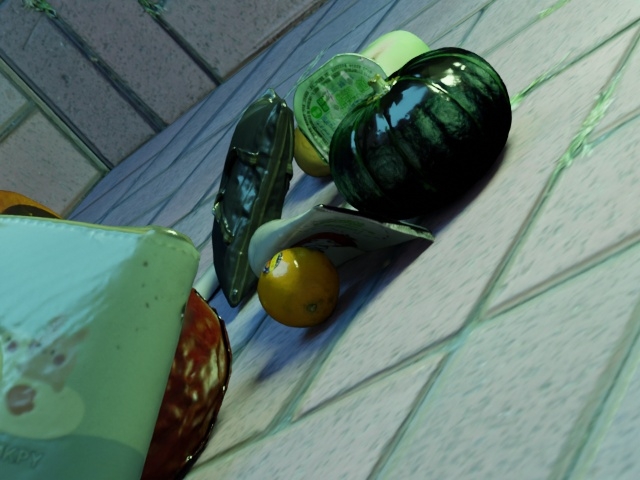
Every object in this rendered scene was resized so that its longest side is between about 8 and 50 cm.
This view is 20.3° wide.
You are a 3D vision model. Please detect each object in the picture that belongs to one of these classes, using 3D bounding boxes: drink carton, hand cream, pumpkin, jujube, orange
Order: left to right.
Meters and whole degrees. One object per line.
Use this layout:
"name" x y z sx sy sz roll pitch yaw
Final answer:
"jujube" -0.189 0.143 1.720 0.183 0.183 0.243 -32 18 46
"orange" -0.020 0.047 1.746 0.083 0.083 0.083 -41 12 10
"hand cream" 0.000 0.000 1.813 0.336 0.121 0.076 160 118 -69
"drink carton" 0.068 -0.172 2.107 0.146 0.144 0.142 -34 9 39
"pumpkin" 0.096 -0.107 1.759 0.202 0.140 0.202 -38 13 10

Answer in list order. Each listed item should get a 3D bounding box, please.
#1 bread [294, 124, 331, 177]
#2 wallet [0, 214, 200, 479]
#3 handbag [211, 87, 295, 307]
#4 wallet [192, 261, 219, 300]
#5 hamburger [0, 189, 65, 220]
"bread" 0.011 -0.137 2.333 0.114 0.077 0.189 -47 14 3
"wallet" -0.264 0.146 1.593 0.083 0.252 0.360 54 -133 -64
"handbag" -0.083 -0.053 2.141 0.211 0.089 0.254 -129 53 -78
"wallet" -0.138 0.047 2.297 0.122 0.025 0.061 -52 7 -35
"hamburger" -0.397 0.115 2.200 0.250 0.330 0.330 -41 12 18
